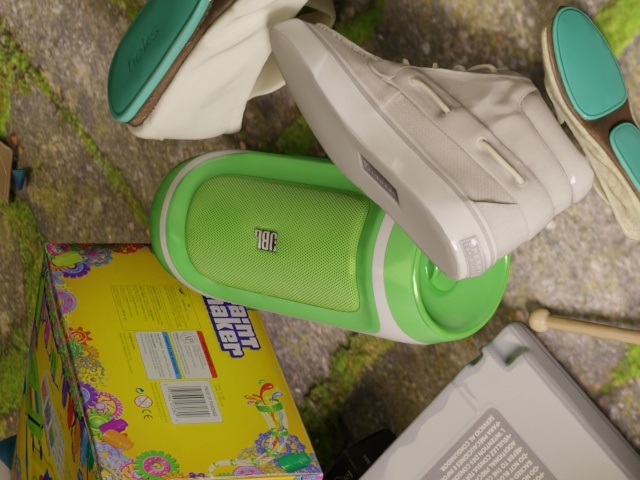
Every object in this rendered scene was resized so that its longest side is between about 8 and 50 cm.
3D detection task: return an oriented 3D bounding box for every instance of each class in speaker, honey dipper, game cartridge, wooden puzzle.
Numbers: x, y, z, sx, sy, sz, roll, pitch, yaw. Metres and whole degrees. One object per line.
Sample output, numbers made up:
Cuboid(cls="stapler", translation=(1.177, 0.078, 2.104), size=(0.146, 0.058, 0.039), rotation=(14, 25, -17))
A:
Cuboid(cls="speaker", translation=(0.000, 0.000, 1.249), size=(0.296, 0.131, 0.131), rotation=(10, 113, 45))
Cuboid(cls="honey dipper", translation=(0.208, 0.066, 1.125), size=(0.160, 0.030, 0.030), rotation=(7, 111, 50))
Cuboid(cls="game cartridge", translation=(0.119, 0.228, 1.215), size=(0.294, 0.060, 0.196), rotation=(-50, 64, 28))
Cuboid(cls="wooden puzzle", translation=(-0.340, -0.083, 1.672), size=(0.116, 0.014, 0.078), rotation=(42, 137, 28))

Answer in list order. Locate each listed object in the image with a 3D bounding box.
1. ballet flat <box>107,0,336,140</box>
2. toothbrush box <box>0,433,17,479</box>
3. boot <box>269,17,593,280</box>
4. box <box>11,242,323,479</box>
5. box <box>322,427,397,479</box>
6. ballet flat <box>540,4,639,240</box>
Cuboid(cls="ballet flat", translation=(-0.031, -0.208, 1.201), size=(0.139, 0.139, 0.400), rotation=(57, 138, 14))
Cuboid(cls="toothbrush box", translation=(-0.212, 0.314, 1.542), size=(0.295, 0.216, 0.126), rotation=(40, 132, 30))
Cuboid(cls="boot", translation=(0.076, -0.087, 1.122), size=(0.258, 0.123, 0.095), rotation=(51, 164, 32))
Cuboid(cls="box", translation=(-0.147, 0.197, 1.370), size=(0.290, 0.177, 0.279), rotation=(-114, 32, -47))
Cuboid(cls="box", translation=(0.069, 0.301, 1.351), size=(0.231, 0.056, 0.183), rotation=(52, 137, 20))
Cuboid(cls="ballet flat", translation=(0.183, -0.074, 1.074), size=(0.168, 0.057, 0.052), rotation=(64, 149, 6))
